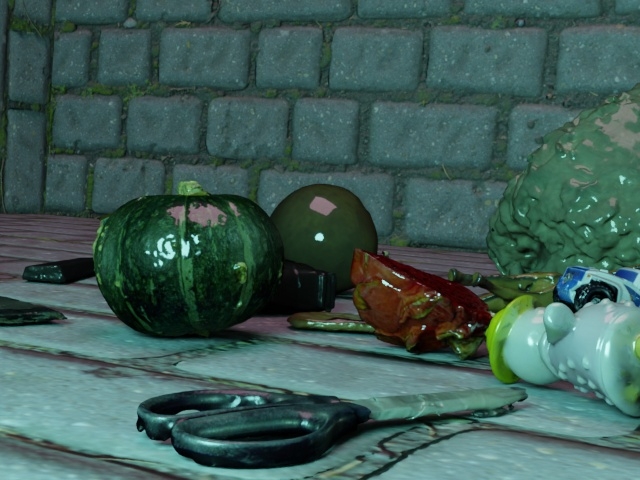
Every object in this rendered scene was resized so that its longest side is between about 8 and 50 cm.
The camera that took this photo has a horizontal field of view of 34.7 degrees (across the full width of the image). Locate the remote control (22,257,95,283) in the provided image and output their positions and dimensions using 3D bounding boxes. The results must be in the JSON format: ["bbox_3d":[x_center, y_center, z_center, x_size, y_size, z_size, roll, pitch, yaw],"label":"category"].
[{"bbox_3d":[-0.361,0.041,1.471,0.063,0.025,0.245,0,2,2],"label":"remote control"}]

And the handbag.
[{"bbox_3d":[-0.128,0.038,1.258,0.223,0.080,0.247,3,3,-31],"label":"handbag"}]

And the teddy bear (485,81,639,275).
[{"bbox_3d":[0.398,-0.005,1.212,0.367,0.357,0.224,56,9,33],"label":"teddy bear"}]

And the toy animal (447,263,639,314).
[{"bbox_3d":[0.257,0.053,1.119,0.275,0.054,0.149,-4,-29,5],"label":"toy animal"}]

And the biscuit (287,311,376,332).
[{"bbox_3d":[0.037,0.088,1.089,0.147,0.018,0.071,3,0,0],"label":"biscuit"}]

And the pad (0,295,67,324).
[{"bbox_3d":[-0.386,0.065,0.981,0.233,0.022,0.174,3,1,-41],"label":"pad"}]

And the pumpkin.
[{"bbox_3d":[-0.124,0.019,0.972,0.190,0.146,0.190,-8,-16,-2],"label":"pumpkin"}]

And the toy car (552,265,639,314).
[{"bbox_3d":[0.320,0.070,1.019,0.170,0.070,0.080,25,0,-6],"label":"toy car"}]

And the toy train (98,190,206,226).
[{"bbox_3d":[-0.212,-0.008,1.429,0.176,0.118,0.074,-22,-1,19],"label":"toy train"}]

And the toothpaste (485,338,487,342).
[{"bbox_3d":[0.230,0.095,1.028,0.062,0.037,0.216,10,7,29],"label":"toothpaste"}]

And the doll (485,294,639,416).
[{"bbox_3d":[0.198,0.084,0.778,0.129,0.081,0.207,38,-18,-28],"label":"doll"}]

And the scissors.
[{"bbox_3d":[0.029,0.108,0.643,0.300,0.022,0.109,3,6,-39],"label":"scissors"}]

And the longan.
[{"bbox_3d":[0.000,0.000,1.489,0.189,0.189,0.189,4,3,0],"label":"longan"}]

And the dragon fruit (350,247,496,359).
[{"bbox_3d":[0.097,0.073,0.952,0.162,0.083,0.106,25,6,-43],"label":"dragon fruit"}]
